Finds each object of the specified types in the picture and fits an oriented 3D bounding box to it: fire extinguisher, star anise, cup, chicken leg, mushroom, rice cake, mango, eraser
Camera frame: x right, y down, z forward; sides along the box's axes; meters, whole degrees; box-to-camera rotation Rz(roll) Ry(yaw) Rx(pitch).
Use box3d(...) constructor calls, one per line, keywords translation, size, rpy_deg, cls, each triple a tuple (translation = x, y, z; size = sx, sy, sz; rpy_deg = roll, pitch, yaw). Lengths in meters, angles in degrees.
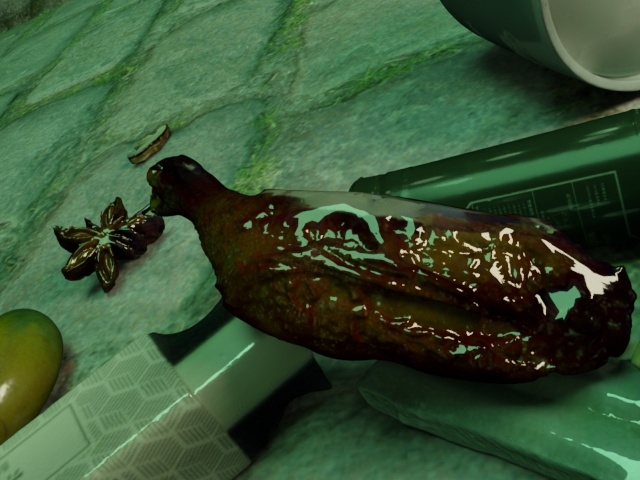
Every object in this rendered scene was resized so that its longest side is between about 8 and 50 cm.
box3d(translation=(0.183, -0.036, 0.543), size=(0.311, 0.114, 0.096), rpy_deg=(-13, 77, 26), cls="fire extinguisher")
box3d(translation=(-0.241, -0.014, 0.858), size=(0.097, 0.070, 0.191), rpy_deg=(24, 54, 20), cls="star anise")
box3d(translation=(0.300, -0.315, 0.726), size=(0.356, 0.260, 0.274), rpy_deg=(-4, 27, -19), cls="cup")
box3d(translation=(0.000, 0.000, 0.485), size=(0.406, 0.096, 0.158), rpy_deg=(15, 29, 32), cls="chicken leg")
box3d(translation=(-0.266, -0.152, 1.104), size=(0.049, 0.019, 0.101), rpy_deg=(-3, 38, 33), cls="mushroom")
box3d(translation=(0.130, 0.102, 0.436), size=(0.226, 0.040, 0.085), rpy_deg=(10, 50, 44), cls="rice cake")
box3d(translation=(-0.321, 0.133, 0.696), size=(0.130, 0.092, 0.195), rpy_deg=(-30, 24, 2), cls="mango")
box3d(translation=(-0.180, 0.189, 0.498), size=(0.404, 0.098, 0.096), rpy_deg=(-38, 38, -13), cls="eraser")

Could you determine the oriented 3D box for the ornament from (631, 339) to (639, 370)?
box3d(translation=(0.240, -0.015, 0.349), size=(0.180, 0.059, 0.201), rpy_deg=(-54, 5, 49), cls="ornament")
